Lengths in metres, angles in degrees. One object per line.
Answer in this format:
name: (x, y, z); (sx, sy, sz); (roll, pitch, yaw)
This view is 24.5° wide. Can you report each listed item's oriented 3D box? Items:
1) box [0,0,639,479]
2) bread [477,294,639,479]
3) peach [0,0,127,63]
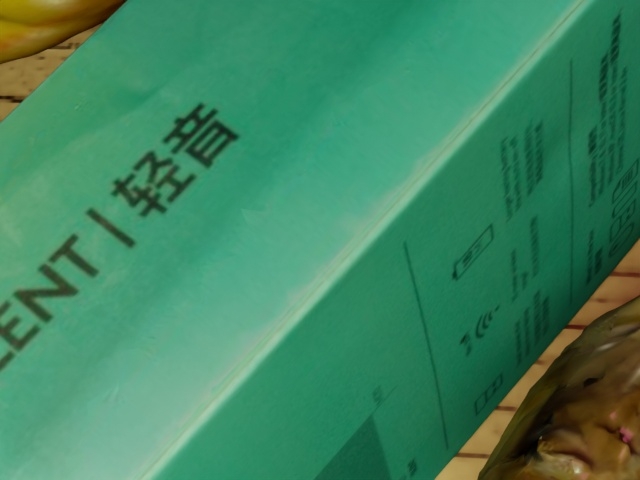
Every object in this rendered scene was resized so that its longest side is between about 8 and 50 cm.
box: (0.000, 0.000, 0.489); (0.118, 0.205, 0.311); (35, 73, 26)
bread: (0.143, 0.107, 0.426); (0.245, 0.134, 0.244); (-14, 33, 9)
peach: (-0.168, -0.229, 0.593); (0.289, 0.289, 0.307); (4, 60, 12)
